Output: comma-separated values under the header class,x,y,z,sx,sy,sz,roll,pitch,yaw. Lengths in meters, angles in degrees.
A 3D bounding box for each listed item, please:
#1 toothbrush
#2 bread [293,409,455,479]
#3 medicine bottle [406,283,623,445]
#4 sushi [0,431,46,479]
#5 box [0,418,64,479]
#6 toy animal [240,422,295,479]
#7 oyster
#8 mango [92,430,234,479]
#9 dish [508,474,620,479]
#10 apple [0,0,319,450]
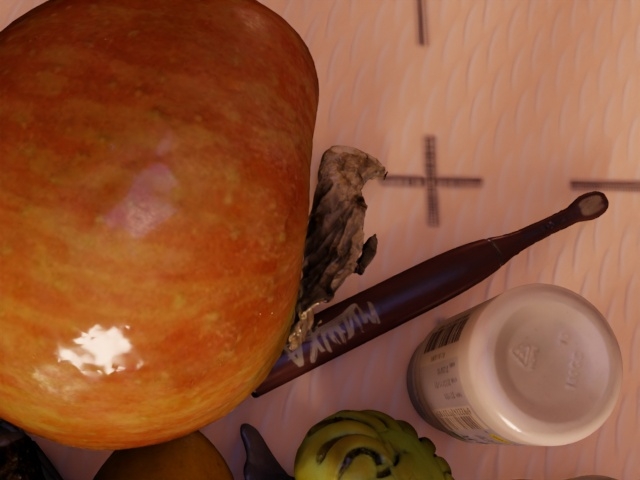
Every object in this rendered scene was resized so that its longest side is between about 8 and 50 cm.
class,x,y,z,sx,sy,sz,roll,pitch,yaw
toothbrush,0.095,0.035,0.643,0.364,0.041,0.041,-25,81,-13
bread,0.049,0.182,0.554,0.130,0.071,0.139,20,28,-35
medicine bottle,0.128,0.097,0.555,0.102,0.187,0.103,2,75,-9
sushi,-0.234,0.170,0.437,0.150,0.090,0.078,-17,82,-14
box,-0.261,0.212,0.516,0.172,0.093,0.124,-38,84,-15
toy animal,0.031,0.301,0.493,0.081,0.367,0.206,-39,121,13
oyster,0.003,0.002,0.608,0.061,0.200,0.106,31,116,-11
mango,-0.117,0.245,0.490,0.167,0.130,0.262,55,30,-31
dish,0.203,0.263,0.524,0.229,0.081,0.229,5,60,-9
apple,-0.131,-0.026,0.501,0.250,0.277,0.309,7,40,0
